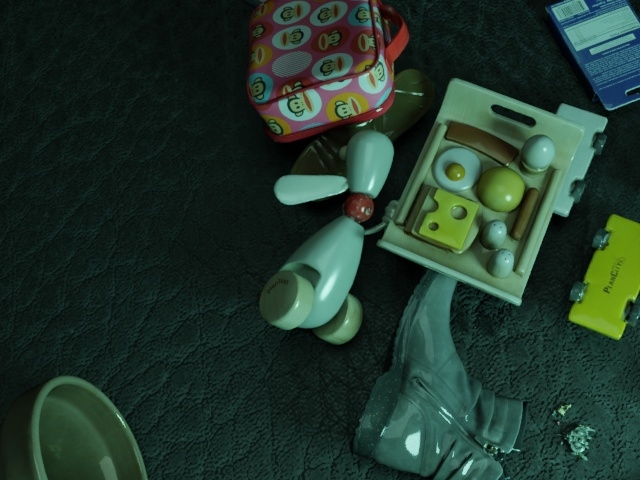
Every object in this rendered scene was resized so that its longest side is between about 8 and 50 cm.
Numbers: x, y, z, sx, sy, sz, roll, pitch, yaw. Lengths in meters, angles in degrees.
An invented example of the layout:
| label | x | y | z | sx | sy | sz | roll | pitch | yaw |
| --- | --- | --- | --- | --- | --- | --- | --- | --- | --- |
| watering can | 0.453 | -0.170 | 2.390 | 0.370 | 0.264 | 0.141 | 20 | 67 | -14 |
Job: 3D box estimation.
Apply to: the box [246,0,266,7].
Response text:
| label | x | y | z | sx | sy | sz | roll | pitch | yaw |
| --- | --- | --- | --- | --- | --- | --- | --- | --- | --- |
| box | -0.080 | -0.483 | 1.670 | 0.186 | 0.038 | 0.145 | 35 | 75 | 17 |

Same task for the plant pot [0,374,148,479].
| label | x | y | z | sx | sy | sz | roll | pitch | yaw |
| --- | --- | --- | --- | --- | --- | --- | --- | --- | --- |
| plant pot | -0.397 | 0.349 | 1.270 | 0.229 | 0.263 | 0.263 | -26 | 67 | 14 |

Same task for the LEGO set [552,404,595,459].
| label | x | y | z | sx | sy | sz | roll | pitch | yaw |
| --- | --- | --- | --- | --- | --- | --- | --- | --- | --- |
| LEGO set | 0.365 | 0.276 | 1.337 | 0.054 | 0.023 | 0.083 | -37 | 70 | -10 |

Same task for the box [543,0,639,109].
| label | x | y | z | sx | sy | sz | roll | pitch | yaw |
| --- | --- | --- | --- | --- | --- | --- | --- | --- | --- |
| box | 0.487 | -0.323 | 1.563 | 0.136 | 0.036 | 0.225 | -21 | 67 | -4 |

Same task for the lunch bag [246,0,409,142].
| label | x | y | z | sx | sy | sz | roll | pitch | yaw |
| --- | --- | --- | --- | --- | --- | --- | --- | --- | --- |
| lunch bag | 0.016 | -0.305 | 1.487 | 0.258 | 0.120 | 0.293 | -14 | 46 | 15 |

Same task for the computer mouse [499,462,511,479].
| label | x | y | z | sx | sy | sz | roll | pitch | yaw |
| --- | --- | --- | --- | --- | --- | --- | --- | --- | --- |
| computer mouse | 0.309 | 0.357 | 1.300 | 0.242 | 0.041 | 0.071 | 23 | 72 | 13 |

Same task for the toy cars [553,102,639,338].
| label | x | y | z | sx | sy | sz | roll | pitch | yaw |
| --- | --- | --- | --- | --- | --- | --- | --- | --- | --- |
| toy cars | 0.408 | -0.026 | 1.427 | 0.176 | 0.087 | 0.394 | -15 | 64 | -1 |

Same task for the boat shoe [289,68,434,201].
| label | x | y | z | sx | sy | sz | roll | pitch | yaw |
| --- | --- | --- | --- | --- | --- | --- | --- | --- | --- |
| boat shoe | 0.066 | -0.165 | 1.515 | 0.285 | 0.089 | 0.105 | -39 | 96 | -8 |

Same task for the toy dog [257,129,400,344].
| label | x | y | z | sx | sy | sz | roll | pitch | yaw |
| --- | --- | --- | --- | --- | --- | --- | --- | --- | --- |
| toy dog | 0.000 | 0.000 | 1.408 | 0.160 | 0.220 | 0.334 | 12 | 57 | 43 |

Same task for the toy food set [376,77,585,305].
| label | x | y | z | sx | sy | sz | roll | pitch | yaw |
| --- | --- | --- | --- | --- | --- | --- | --- | --- | --- |
| toy food set | 0.237 | -0.077 | 1.355 | 0.219 | 0.092 | 0.306 | 22 | 67 | 9 |

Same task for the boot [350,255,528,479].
| label | x | y | z | sx | sy | sz | roll | pitch | yaw |
| --- | --- | --- | --- | --- | --- | --- | --- | --- | --- |
| boot | 0.199 | 0.201 | 1.339 | 0.222 | 0.118 | 0.338 | 21 | 70 | 7 |
